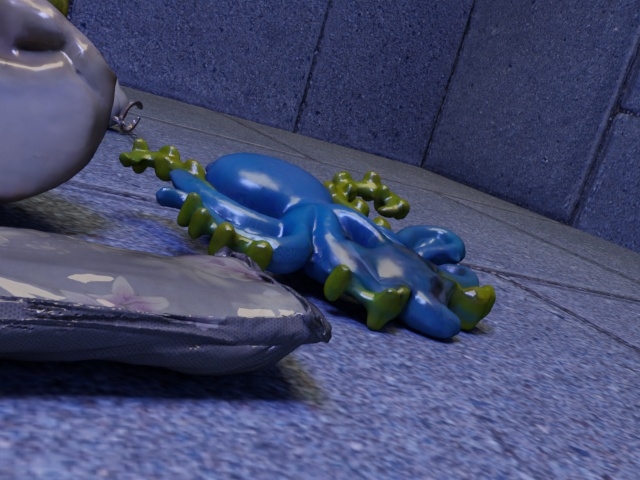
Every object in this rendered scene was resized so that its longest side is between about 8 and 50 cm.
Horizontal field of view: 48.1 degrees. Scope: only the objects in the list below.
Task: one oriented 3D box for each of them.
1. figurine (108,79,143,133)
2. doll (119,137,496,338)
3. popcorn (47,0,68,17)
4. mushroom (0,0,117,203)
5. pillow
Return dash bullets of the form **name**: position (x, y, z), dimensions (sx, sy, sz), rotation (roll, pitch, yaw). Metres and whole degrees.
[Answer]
- **figurine**: position (-0.410, -0.266, 1.359), dimensions (0.154, 0.132, 0.132), rotation (32, 13, 9)
- **doll**: position (0.000, 0.000, 0.720), dimensions (0.346, 0.098, 0.341), rotation (-3, 34, -48)
- **popcorn**: position (-0.606, -0.391, 1.335), dimensions (0.250, 0.241, 0.235), rotation (11, 15, -14)
- **mushroom**: position (-0.387, -0.142, 0.587), dimensions (0.397, 0.224, 0.314), rotation (20, -6, -25)
- **pillow**: position (-0.125, 0.033, 0.402), dimensions (0.255, 0.059, 0.169), rotation (8, 13, -31)
